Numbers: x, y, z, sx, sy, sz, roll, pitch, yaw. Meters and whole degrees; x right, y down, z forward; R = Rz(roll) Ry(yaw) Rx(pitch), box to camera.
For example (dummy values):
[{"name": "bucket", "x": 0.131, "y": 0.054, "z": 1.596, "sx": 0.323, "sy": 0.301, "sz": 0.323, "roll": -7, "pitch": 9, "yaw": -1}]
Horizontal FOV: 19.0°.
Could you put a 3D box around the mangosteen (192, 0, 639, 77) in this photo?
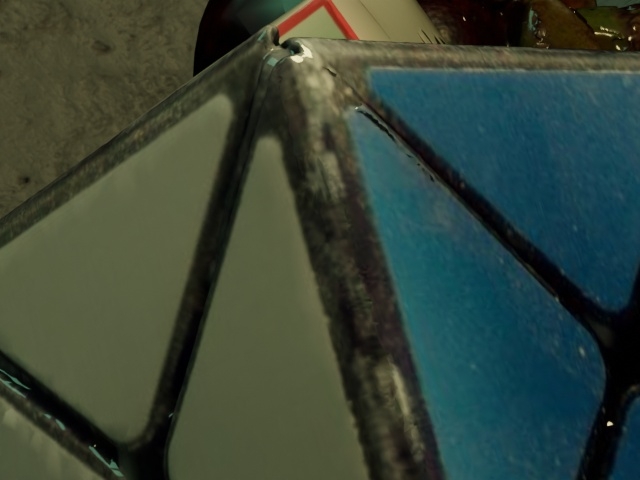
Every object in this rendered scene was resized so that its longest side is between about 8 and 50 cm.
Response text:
[{"name": "mangosteen", "x": 0.076, "y": -0.143, "z": 1.769, "sx": 0.421, "sy": 0.381, "sz": 0.381, "roll": -25, "pitch": 12, "yaw": 36}]

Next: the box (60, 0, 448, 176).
[{"name": "box", "x": 0.000, "y": 0.000, "z": 1.479, "sx": 0.312, "sy": 0.314, "sz": 0.300, "roll": -34, "pitch": 5, "yaw": 18}]

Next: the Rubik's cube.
[{"name": "Rubik's cube", "x": 0.027, "y": 0.082, "z": 0.748, "sx": 0.259, "sy": 0.260, "sz": 0.255, "roll": 1, "pitch": -21, "yaw": -45}]
